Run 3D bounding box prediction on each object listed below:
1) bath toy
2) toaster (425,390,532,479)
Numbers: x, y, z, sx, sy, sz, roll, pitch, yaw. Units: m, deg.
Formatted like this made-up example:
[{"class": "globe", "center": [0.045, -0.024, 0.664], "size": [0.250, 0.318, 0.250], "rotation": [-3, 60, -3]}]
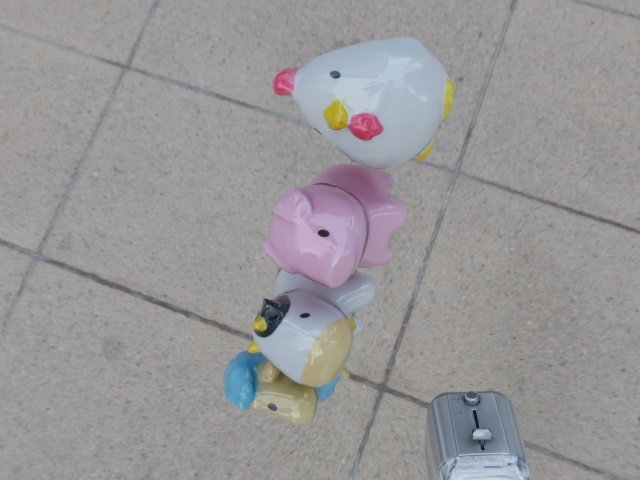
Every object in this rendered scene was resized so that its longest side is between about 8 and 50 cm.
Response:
[{"class": "bath toy", "center": [0.000, 0.000, 0.507], "size": [0.129, 0.348, 0.151], "rotation": [6, 33, -15]}, {"class": "toaster", "center": [0.207, 0.323, 0.791], "size": [0.129, 0.146, 0.227], "rotation": [-2, 110, 7]}]
